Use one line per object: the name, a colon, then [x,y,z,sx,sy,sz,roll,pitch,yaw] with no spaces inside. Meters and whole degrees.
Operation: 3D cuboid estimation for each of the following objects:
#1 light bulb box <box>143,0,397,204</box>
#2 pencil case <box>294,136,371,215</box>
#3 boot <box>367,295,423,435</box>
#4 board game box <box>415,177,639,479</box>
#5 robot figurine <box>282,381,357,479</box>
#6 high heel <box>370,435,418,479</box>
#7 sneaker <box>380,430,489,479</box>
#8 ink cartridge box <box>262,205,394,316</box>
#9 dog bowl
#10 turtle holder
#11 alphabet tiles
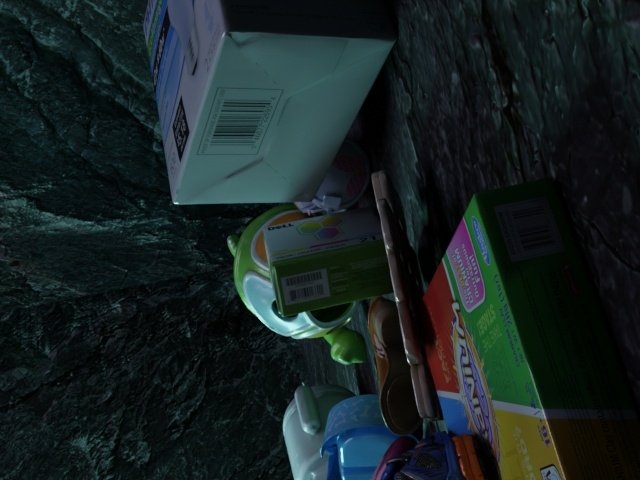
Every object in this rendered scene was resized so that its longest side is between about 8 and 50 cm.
light bulb box: [-0.097,-0.295,1.186,0.358,0.225,0.361,120,142,-52]
pencil case: [0.005,-0.108,1.441,0.124,0.113,0.273,-65,9,-4]
boot: [0.113,0.182,1.283,0.152,0.073,0.197,-124,30,-81]
board game box: [0.163,0.123,0.724,0.316,0.064,0.242,95,162,-68]
robot figurine: [0.025,0.460,1.894,0.353,0.199,0.300,-112,-2,-61]
high heel: [0.170,0.495,1.313,0.181,0.127,0.377,21,122,48]
sneaker: [0.096,0.227,0.808,0.221,0.087,0.083,97,162,-70]
ink cartridge box: [0.000,0.000,1.378,0.255,0.188,0.097,-111,11,-58]
dog bowl: [0.085,0.366,1.443,0.297,0.165,0.074,85,-177,-47]
turtle holder: [-0.030,0.098,1.615,0.227,0.243,0.320,31,125,58]
alphabet tiles: [0.102,0.067,0.983,0.278,0.021,0.284,44,-146,-71]
